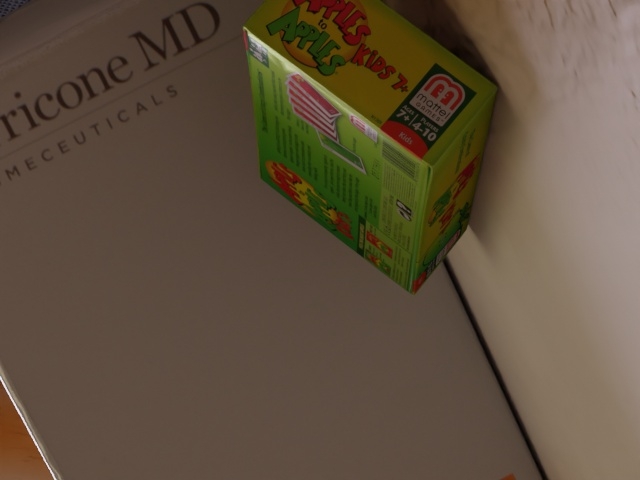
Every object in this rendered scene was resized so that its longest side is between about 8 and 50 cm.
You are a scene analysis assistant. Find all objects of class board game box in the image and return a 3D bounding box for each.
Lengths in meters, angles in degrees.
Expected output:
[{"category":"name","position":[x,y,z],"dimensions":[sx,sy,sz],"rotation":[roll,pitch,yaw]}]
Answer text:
[{"category":"board game box","position":[0.019,-0.043,0.836],"dimensions":[0.092,0.043,0.181],"rotation":[38,167,11]}]

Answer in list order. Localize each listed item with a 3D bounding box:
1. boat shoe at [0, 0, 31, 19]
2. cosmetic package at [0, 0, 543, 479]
[{"category":"boat shoe","position":[-0.115,-0.066,1.198],"dimensions":[0.340,0.127,0.158],"rotation":[38,-140,-62]},{"category":"cosmetic package","position":[-0.038,0.077,1.067],"dimensions":[0.453,0.230,0.161],"rotation":[64,172,-16]}]
